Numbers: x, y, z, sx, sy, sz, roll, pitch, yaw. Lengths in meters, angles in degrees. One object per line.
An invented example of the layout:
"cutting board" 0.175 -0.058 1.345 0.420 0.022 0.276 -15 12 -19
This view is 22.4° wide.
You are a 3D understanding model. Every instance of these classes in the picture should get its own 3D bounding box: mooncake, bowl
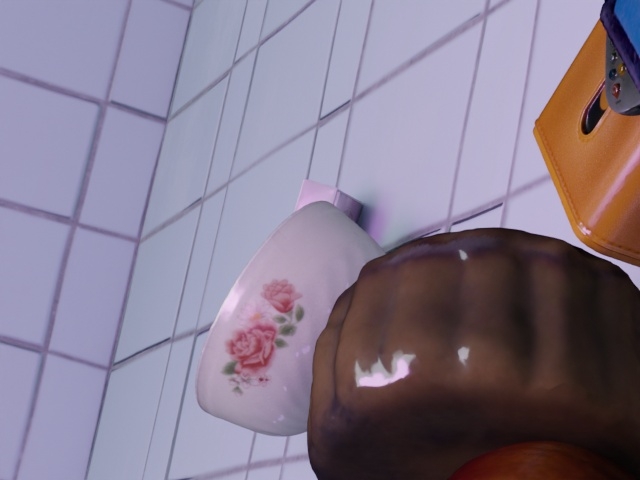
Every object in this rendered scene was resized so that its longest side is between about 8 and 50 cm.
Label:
"mooncake" 0.132 0.123 1.278 0.290 0.290 0.161 -50 24 48
"bowl" -0.004 0.105 1.795 0.277 0.145 0.277 -48 -24 -29

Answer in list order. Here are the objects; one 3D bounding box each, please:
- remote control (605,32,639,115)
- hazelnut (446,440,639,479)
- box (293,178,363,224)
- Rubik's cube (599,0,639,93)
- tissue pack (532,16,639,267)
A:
"remote control" 0.244 -0.197 1.182 0.072 0.042 0.222 151 131 -63
"hazelnut" 0.181 0.256 1.125 0.251 0.217 0.217 66 170 -18
"box" 0.000 0.000 1.996 0.130 0.051 0.129 23 -98 -75
"Rubik's cube" 0.357 -0.137 0.844 0.305 0.307 0.310 -102 34 -53
"tissue pack" 0.301 -0.129 1.245 0.194 0.145 0.274 -104 35 -52
